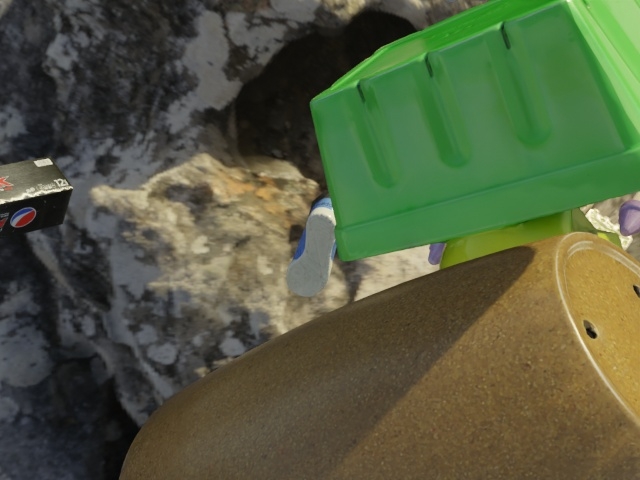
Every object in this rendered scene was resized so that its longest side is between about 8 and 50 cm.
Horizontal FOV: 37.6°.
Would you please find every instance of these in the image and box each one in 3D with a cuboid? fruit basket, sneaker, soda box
[{"bbox_3d":[0.203,-0.043,0.927,0.392,0.283,0.392,18,128,24],"label":"fruit basket"},{"bbox_3d":[0.001,0.000,1.225,0.058,0.084,0.152,21,131,7],"label":"sneaker"},{"bbox_3d":[-0.342,-0.035,0.955,0.053,0.169,0.060,50,133,23],"label":"soda box"}]

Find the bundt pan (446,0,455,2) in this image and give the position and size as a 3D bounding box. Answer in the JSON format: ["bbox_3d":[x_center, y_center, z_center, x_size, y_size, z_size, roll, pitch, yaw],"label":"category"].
[{"bbox_3d":[0.232,-0.545,1.458,0.331,0.124,0.330,6,117,13],"label":"bundt pan"}]

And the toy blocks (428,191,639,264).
[{"bbox_3d":[0.324,0.001,1.454,0.289,0.309,0.260,38,57,11],"label":"toy blocks"}]

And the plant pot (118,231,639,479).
[{"bbox_3d":[0.065,0.114,0.473,0.254,0.237,0.237,-42,78,33],"label":"plant pot"}]
